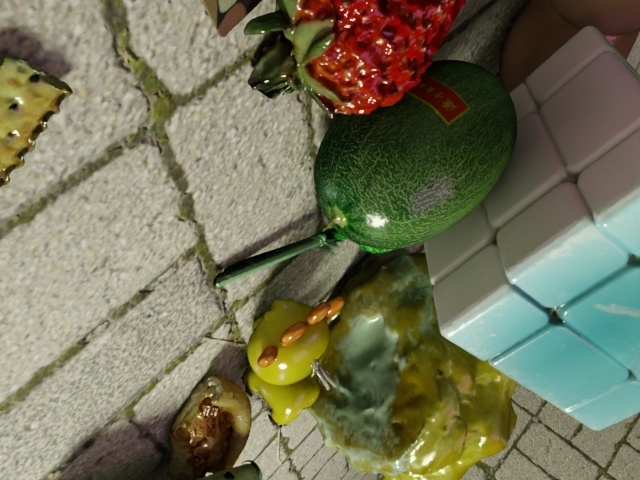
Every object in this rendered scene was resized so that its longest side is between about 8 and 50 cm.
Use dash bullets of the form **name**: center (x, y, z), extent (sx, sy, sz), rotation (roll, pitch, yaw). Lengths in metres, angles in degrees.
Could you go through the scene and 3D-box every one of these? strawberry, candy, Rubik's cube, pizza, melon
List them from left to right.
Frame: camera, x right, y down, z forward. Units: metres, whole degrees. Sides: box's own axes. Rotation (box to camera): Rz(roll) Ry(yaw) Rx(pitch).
- **pizza**: center (-0.155, 0.283, 0.839), extent (0.134, 0.056, 0.271), rotation (-26, 144, -45)
- **candy**: center (0.000, 0.002, 0.748), extent (0.323, 0.097, 0.097), rotation (-20, 140, -36)
- **strawberry**: center (0.064, -0.212, 0.529), extent (0.286, 0.106, 0.188), rotation (-46, 157, -16)
- **melon**: center (0.102, -0.094, 0.654), extent (0.287, 0.182, 0.182), rotation (-41, 152, -30)
- **Rubik's cube**: center (0.346, -0.008, 0.745), extent (0.321, 0.319, 0.316), rotation (34, 123, -24)

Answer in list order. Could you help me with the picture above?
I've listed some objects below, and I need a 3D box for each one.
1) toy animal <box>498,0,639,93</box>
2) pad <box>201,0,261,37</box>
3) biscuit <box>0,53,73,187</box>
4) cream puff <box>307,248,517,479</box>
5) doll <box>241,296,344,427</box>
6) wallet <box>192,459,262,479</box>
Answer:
- **toy animal**: center (0.373, -0.323, 0.815), extent (0.269, 0.236, 0.327), rotation (-70, 180, -66)
- **pad**: center (-0.020, -0.279, 0.423), extent (0.235, 0.003, 0.158), rotation (-48, 154, -10)
- **biscuit**: center (-0.249, -0.034, 0.328), extent (0.203, 0.016, 0.144), rotation (-54, 155, 3)
- **cream puff**: center (0.167, 0.196, 0.930), extent (0.275, 0.378, 0.378), rotation (18, 108, -40)
- **doll**: center (-0.040, 0.154, 0.780), extent (0.142, 0.135, 0.221), rotation (-31, 158, -35)
- **wallet**: center (-0.237, 0.398, 0.765), extent (0.223, 0.077, 0.309), rotation (-53, 150, 15)
